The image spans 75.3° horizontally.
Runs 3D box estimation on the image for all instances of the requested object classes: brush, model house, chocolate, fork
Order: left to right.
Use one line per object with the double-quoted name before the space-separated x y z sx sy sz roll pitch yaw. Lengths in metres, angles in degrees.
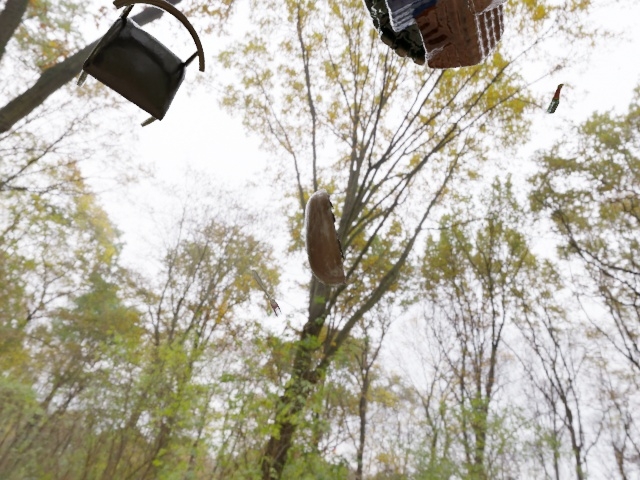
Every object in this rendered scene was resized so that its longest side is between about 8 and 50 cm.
"fork" -0.111 0.107 0.854 0.115 0.016 0.012 59 -35 8
"chocolate" -0.001 -0.001 1.079 0.083 0.261 0.161 -9 -13 -7
"model house" 0.224 -0.446 0.787 0.251 0.329 0.295 -22 -44 13
"brush" 0.554 -0.332 0.974 0.018 0.021 0.083 -4 -31 6

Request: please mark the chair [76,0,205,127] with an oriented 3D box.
"chair" -0.373 -0.363 0.862 0.188 0.166 0.272 32 -17 -34
